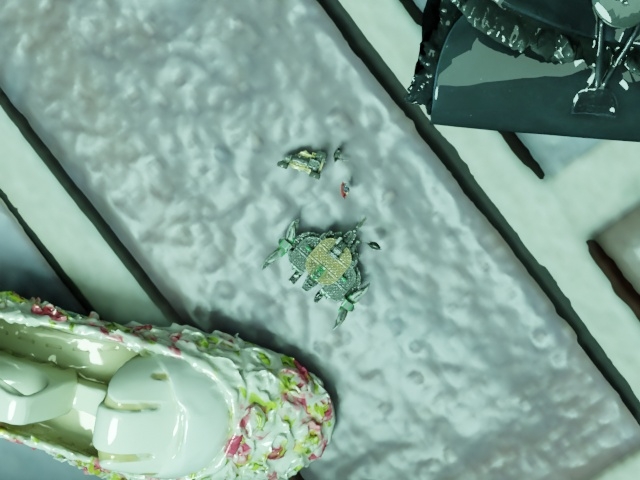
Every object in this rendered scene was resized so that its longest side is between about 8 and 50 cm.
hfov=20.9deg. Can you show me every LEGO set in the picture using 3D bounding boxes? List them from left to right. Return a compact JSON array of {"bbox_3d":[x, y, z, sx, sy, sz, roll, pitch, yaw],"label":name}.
[{"bbox_3d":[0.002,-0.001,0.803,0.054,0.023,0.083,9,89,3],"label":"LEGO set"}]

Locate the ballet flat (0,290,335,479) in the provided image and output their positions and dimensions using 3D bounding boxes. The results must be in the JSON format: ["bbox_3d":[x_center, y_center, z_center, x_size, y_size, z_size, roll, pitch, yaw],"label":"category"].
[{"bbox_3d":[-0.115,0.074,0.802,0.241,0.077,0.091,11,102,4],"label":"ballet flat"}]

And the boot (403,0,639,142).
[{"bbox_3d":[0.153,-0.146,0.714,0.207,0.094,0.246,13,109,0],"label":"boot"}]
